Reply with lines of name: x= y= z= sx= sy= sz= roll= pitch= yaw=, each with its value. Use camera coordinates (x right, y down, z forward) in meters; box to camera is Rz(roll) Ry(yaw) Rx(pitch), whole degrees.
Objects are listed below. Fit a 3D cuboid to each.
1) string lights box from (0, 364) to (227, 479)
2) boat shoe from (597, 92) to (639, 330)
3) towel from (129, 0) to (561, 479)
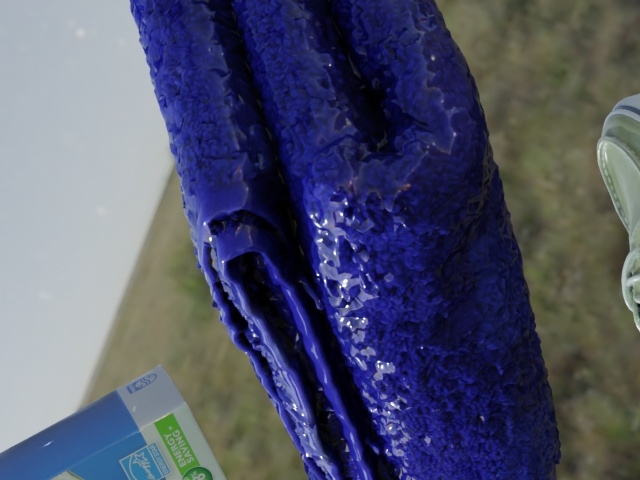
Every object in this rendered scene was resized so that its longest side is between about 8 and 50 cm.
string lights box: x=-0.177 y=0.203 z=1.178 sx=0.260 sy=0.133 sz=0.077 roll=-29 pitch=22 yaw=-8
boat shoe: x=0.232 y=0.026 z=1.137 sx=0.109 sy=0.094 sz=0.302 roll=87 pitch=162 yaw=-49
towel: x=0.000 y=0.000 z=0.578 sx=0.308 sy=0.076 sz=0.227 roll=72 pitch=174 yaw=-53
